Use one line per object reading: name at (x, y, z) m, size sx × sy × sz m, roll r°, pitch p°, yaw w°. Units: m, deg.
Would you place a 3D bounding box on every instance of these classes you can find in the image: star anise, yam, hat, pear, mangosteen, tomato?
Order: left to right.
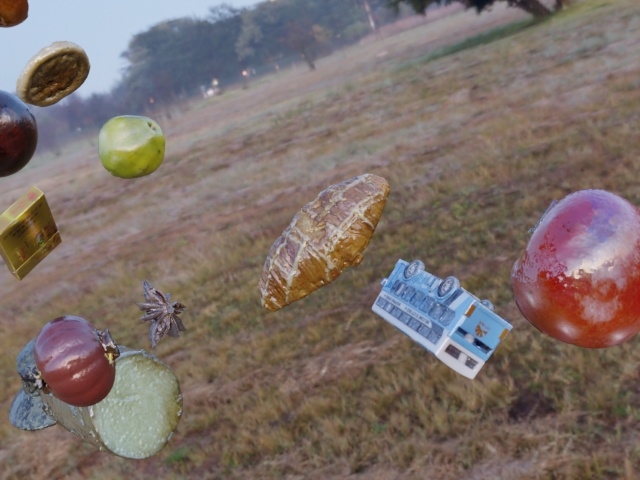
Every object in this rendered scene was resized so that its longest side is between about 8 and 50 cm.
mangosteen at (-0.823, -0.249, 1.828) m, size 0.236 × 0.235 × 0.261 m, roll -19°, pitch 39°, yaw 1°
hat at (-0.583, 0.276, 1.617) m, size 0.266 × 0.128 × 0.265 m, roll -18°, pitch 29°, yaw 10°
yam at (-0.330, 0.248, 1.172) m, size 0.168 × 0.167 × 0.304 m, roll -24°, pitch 9°, yaw -33°
pear at (-0.263, -0.125, 1.032) m, size 0.097 × 0.092 × 0.092 m, roll -44°, pitch -4°, yaw 28°
star anise at (-0.300, 0.146, 1.383) m, size 0.056 × 0.124 × 0.129 m, roll -32°, pitch 39°, yaw 27°
tomato at (0.548, 0.037, 1.458) m, size 0.334 × 0.290 × 0.176 m, roll -53°, pitch -13°, yaw -18°

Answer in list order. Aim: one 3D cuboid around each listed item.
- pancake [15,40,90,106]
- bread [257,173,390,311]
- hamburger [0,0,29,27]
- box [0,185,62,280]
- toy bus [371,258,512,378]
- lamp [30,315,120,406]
pancake at (-0.440, -0.270, 1.224) m, size 0.139 × 0.022 × 0.139 m, roll -41°, pitch -11°, yaw -10°
bread at (0.000, 0.000, 0.957) m, size 0.233 × 0.105 × 0.076 m, roll -47°, pitch -33°, yaw 2°
hamburger at (-0.787, -0.589, 1.567) m, size 0.250 × 0.329 × 0.330 m, roll -26°, pitch 11°, yaw -27°
box at (-0.409, -0.006, 1.036) m, size 0.089 × 0.022 × 0.156 m, roll -49°, pitch -10°, yaw -27°
toy bus at (0.201, 0.125, 1.295) m, size 0.131 × 0.106 × 0.297 m, roll -57°, pitch 20°, yaw -2°
lamp at (-0.260, 0.128, 0.789) m, size 0.090 × 0.101 × 0.101 m, roll -30°, pitch 11°, yaw -12°
